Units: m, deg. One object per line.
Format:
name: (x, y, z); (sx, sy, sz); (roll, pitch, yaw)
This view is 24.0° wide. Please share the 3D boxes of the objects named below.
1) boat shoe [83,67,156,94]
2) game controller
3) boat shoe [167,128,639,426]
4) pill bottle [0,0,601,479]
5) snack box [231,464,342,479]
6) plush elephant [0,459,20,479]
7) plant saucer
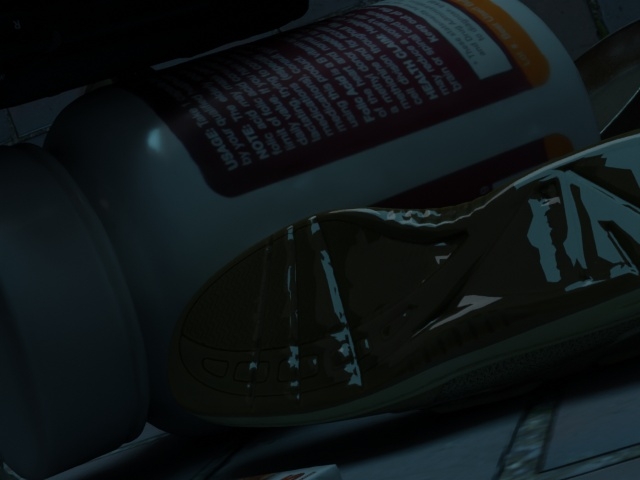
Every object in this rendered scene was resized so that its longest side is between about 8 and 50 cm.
boat shoe: (-0.129, -0.028, 1.140); (0.104, 0.110, 0.307); (-2, -30, -15)
game controller: (-0.134, -0.127, 0.904); (0.166, 0.067, 0.319); (-11, 9, 41)
boat shoe: (0.066, 0.037, 0.726); (0.302, 0.109, 0.098); (-19, -37, 24)
pill bottle: (-0.036, -0.011, 0.944); (0.392, 0.224, 0.224); (-21, 3, -28)
snack box: (-0.068, 0.126, 0.551); (0.064, 0.022, 0.178); (-16, 5, 43)
plush elephant: (-0.313, 0.113, 0.641); (0.330, 0.272, 0.255); (17, -63, -37)
plant saucer: (0.250, -0.105, 1.524); (0.310, 0.050, 0.310); (-45, 10, 10)
